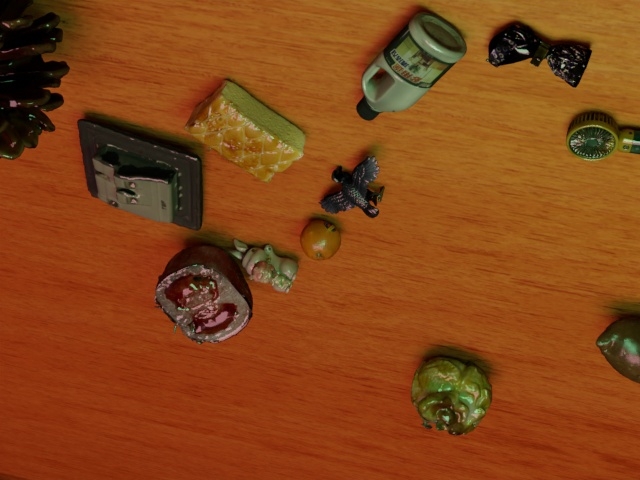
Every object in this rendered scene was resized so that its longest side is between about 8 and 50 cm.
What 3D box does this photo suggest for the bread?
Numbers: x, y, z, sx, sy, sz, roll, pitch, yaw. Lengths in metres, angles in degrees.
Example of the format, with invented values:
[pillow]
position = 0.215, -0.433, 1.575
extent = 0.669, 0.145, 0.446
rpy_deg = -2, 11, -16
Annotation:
[bread]
position = -0.131, -0.190, 1.734
extent = 0.188, 0.068, 0.125
rpy_deg = 34, 140, -21

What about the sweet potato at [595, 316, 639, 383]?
[sweet potato]
position = 0.714, 0.254, 1.917
extent = 0.423, 0.130, 0.130
rpy_deg = 26, 143, -20

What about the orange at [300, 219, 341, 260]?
[orange]
position = 0.000, 0.000, 1.917
extent = 0.084, 0.083, 0.083
rpy_deg = 11, 143, 9

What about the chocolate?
[chocolate]
position = 0.323, -0.275, 1.447
extent = 0.147, 0.070, 0.072
rpy_deg = 14, 115, 4

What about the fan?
[fan]
position = 0.470, -0.161, 1.550
extent = 0.155, 0.039, 0.082
rpy_deg = 10, 142, 8

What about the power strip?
[power strip]
position = -0.357, -0.109, 1.913
extent = 0.251, 0.092, 0.257
rpy_deg = 13, 147, 1

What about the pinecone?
[pinecone]
position = -0.582, -0.322, 1.545
extent = 0.385, 0.384, 0.384
rpy_deg = 11, 143, 9

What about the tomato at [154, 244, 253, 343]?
[tomato]
position = -0.247, 0.097, 2.076
extent = 0.181, 0.155, 0.214
rpy_deg = -22, 124, 12

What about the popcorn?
[popcorn]
position = 0.280, 0.351, 2.163
extent = 0.198, 0.212, 0.197
rpy_deg = 6, 109, 18

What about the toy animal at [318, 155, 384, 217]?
[toy animal]
position = 0.065, -0.091, 1.787
extent = 0.108, 0.062, 0.220
rpy_deg = 30, 148, -17

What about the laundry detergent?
[laundry detergent]
position = 0.127, -0.261, 1.538
extent = 0.099, 0.070, 0.226
rpy_deg = 23, 145, -21

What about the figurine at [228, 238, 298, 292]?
[figurine]
position = -0.119, 0.047, 2.024
extent = 0.146, 0.081, 0.098
rpy_deg = 25, 179, -9
